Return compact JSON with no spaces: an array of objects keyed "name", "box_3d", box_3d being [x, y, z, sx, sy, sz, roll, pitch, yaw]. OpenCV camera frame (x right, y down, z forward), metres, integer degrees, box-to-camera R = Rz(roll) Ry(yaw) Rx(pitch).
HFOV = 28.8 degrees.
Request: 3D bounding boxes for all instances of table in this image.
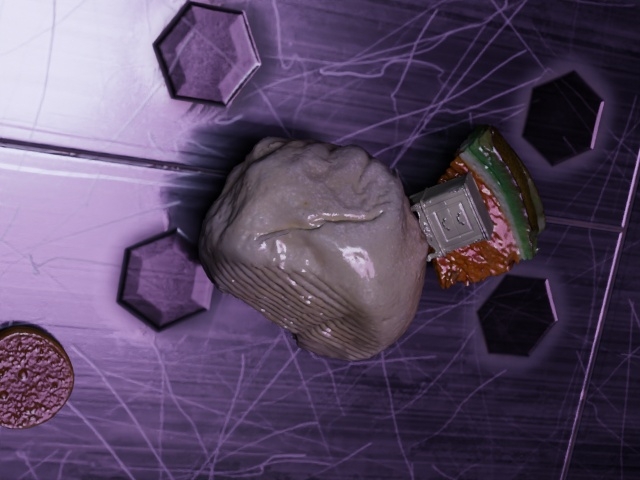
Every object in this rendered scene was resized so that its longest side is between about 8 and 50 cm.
[{"name":"table","box_3d":[0.155,-0.028,1.506,0.083,0.062,0.079,-20,104,19]}]

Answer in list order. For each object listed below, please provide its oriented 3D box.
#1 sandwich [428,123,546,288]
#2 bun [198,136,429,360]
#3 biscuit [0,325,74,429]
[{"name":"sandwich","box_3d":[0.195,-0.046,1.584,0.160,0.109,0.184,-24,111,14]},{"name":"bun","box_3d":[0.006,-0.004,1.450,0.282,0.282,0.204,34,64,-25]},{"name":"biscuit","box_3d":[-0.374,0.160,1.444,0.175,0.026,0.124,0,102,-22]}]
